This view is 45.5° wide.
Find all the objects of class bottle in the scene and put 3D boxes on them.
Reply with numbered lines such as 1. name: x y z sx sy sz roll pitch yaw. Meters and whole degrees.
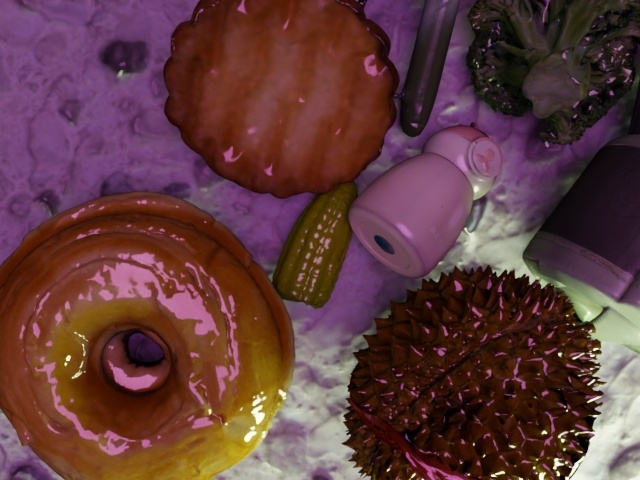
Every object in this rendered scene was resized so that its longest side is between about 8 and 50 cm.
1. bottle: 0.166 -0.073 1.102 0.147 0.147 0.236 47 74 -8

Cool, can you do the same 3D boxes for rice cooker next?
1. rice cooker: 0.458 0.021 1.085 0.288 0.288 0.277 37 87 -8

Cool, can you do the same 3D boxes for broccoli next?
1. broccoli: 0.338 -0.273 1.078 0.261 0.241 0.269 46 135 -13

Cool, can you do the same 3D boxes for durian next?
1. durian: 0.202 0.211 1.049 0.384 0.347 0.347 -31 98 15

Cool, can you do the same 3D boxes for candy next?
1. candy: 0.000 0.000 1.137 0.097 0.097 0.209 24 87 -7

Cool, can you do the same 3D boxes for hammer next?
1. hammer: 0.159 -0.312 1.095 0.119 0.206 0.335 13 113 1

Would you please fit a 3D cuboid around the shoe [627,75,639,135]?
1. shoe: 0.513 -0.220 1.102 0.093 0.241 0.108 24 55 26

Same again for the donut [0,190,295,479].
1. donut: -0.257 0.154 1.074 0.449 0.198 0.448 0 98 -3

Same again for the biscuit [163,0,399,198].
1. biscuit: -0.052 -0.214 1.061 0.326 0.107 0.325 4 123 6

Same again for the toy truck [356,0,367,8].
1. toy truck: 0.045 -0.432 1.086 0.136 0.111 0.285 27 93 -9
